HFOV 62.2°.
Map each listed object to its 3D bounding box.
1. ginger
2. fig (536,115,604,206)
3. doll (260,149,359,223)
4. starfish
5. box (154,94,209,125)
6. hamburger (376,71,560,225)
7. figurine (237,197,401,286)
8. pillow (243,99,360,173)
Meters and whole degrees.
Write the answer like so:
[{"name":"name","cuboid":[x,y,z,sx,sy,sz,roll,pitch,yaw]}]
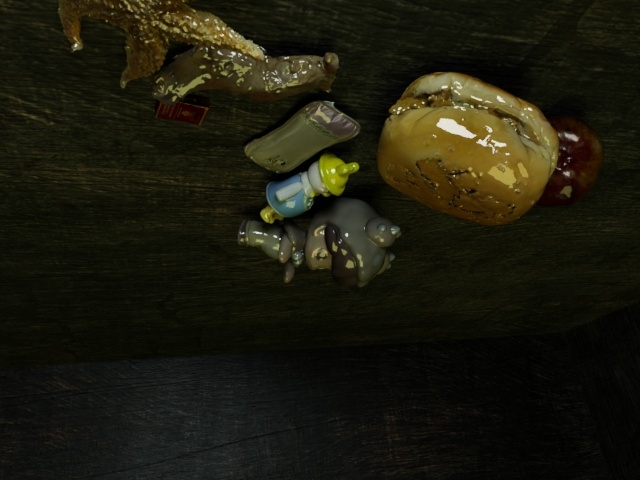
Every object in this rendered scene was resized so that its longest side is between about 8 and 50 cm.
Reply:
[{"name":"ginger","cuboid":[-0.115,-0.259,0.820,0.290,0.084,0.122,-5,180,-11]},{"name":"fig","cuboid":[0.513,-0.144,1.128,0.191,0.190,0.290,-23,150,32]},{"name":"doll","cuboid":[-0.029,-0.114,1.126,0.241,0.098,0.135,-22,148,33]},{"name":"starfish","cuboid":[-0.208,-0.282,0.654,0.303,0.060,0.299,11,149,7]},{"name":"box","cuboid":[-0.236,-0.226,0.904,0.082,0.023,0.051,6,154,-27]},{"name":"hamburger","cuboid":[0.259,-0.149,0.971,0.305,0.174,0.284,25,162,8]},{"name":"figurine","cuboid":[-0.001,0.000,1.294,0.381,0.203,0.248,3,150,4]},{"name":"pillow","cuboid":[-0.041,-0.192,1.018,0.233,0.038,0.131,-24,149,37]}]
